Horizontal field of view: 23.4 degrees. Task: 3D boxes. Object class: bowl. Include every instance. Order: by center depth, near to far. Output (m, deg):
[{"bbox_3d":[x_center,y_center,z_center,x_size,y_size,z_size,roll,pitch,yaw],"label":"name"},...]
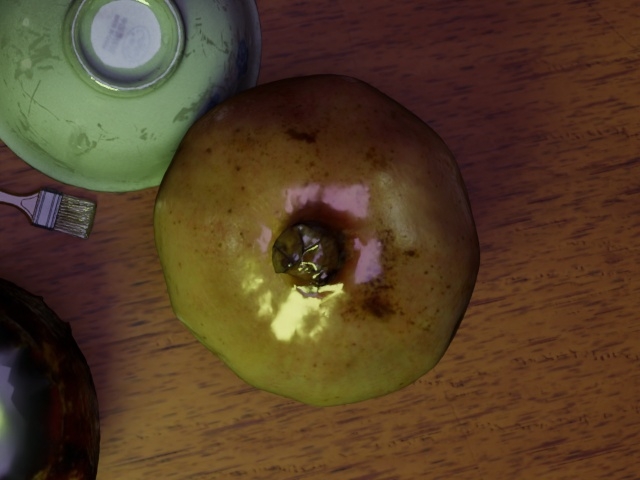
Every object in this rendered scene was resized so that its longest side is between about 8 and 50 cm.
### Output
[{"bbox_3d":[-0.200,-0.203,1.565,0.313,0.146,0.313,-1,94,-13],"label":"bowl"}]

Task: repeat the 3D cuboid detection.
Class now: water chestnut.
[{"bbox_3d":[-0.373,0.189,1.475,0.350,0.302,0.350,0,93,-7],"label":"water chestnut"}]

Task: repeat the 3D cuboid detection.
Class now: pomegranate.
[{"bbox_3d":[0.000,0.000,1.528,0.338,0.338,0.338,-1,94,-11],"label":"pomegranate"}]

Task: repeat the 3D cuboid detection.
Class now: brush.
[{"bbox_3d":[-0.319,-0.042,1.619,0.170,0.014,0.043,15,92,-11],"label":"brush"}]
